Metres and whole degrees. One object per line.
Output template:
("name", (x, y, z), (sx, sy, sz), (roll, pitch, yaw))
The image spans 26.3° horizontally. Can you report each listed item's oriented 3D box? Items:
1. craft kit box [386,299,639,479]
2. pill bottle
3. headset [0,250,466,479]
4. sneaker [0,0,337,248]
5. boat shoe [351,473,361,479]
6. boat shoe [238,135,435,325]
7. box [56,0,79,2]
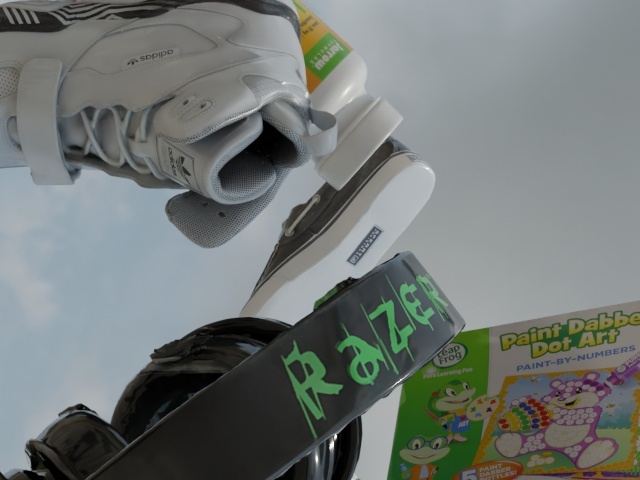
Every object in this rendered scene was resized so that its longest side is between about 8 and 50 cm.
("craft kit box", (0.185, 0.166, 1.182), (0.250, 0.061, 0.246), (-12, -147, 20))
("pill bottle", (-0.040, -0.168, 1.386), (0.136, 0.246, 0.136), (-48, -178, 2))
("headset", (-0.100, 0.112, 0.719), (0.185, 0.243, 0.394), (52, -51, 5))
("sneaker", (-0.168, -0.093, 1.080), (0.366, 0.137, 0.210), (-16, -136, -11))
("boat shoe", (0.028, 0.313, 1.470), (0.096, 0.277, 0.098), (15, -121, 42))
("boat shoe", (0.000, 0.000, 1.607), (0.301, 0.108, 0.102), (-50, -131, 5))
("box", (-0.130, -0.379, 1.257), (0.215, 0.168, 0.345), (-28, -169, 33))
